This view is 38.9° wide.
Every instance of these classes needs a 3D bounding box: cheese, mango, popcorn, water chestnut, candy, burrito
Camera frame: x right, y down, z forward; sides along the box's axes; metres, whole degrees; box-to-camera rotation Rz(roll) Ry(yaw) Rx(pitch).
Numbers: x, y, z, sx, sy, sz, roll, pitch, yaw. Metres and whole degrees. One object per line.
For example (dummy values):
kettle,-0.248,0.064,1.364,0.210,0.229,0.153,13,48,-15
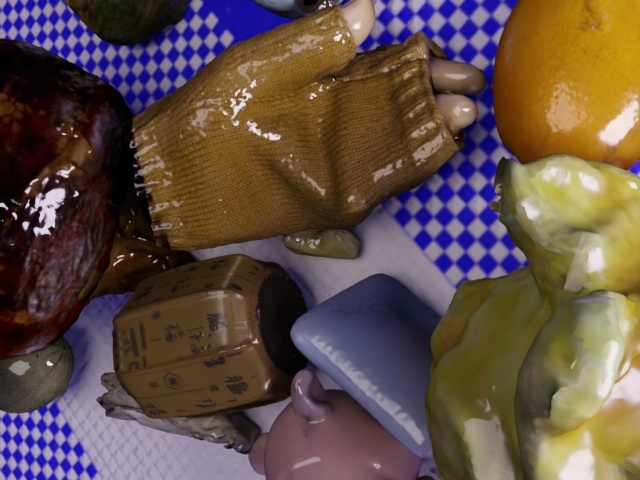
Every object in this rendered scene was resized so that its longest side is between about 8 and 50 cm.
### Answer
cheese,0.000,0.000,0.917,0.083,0.044,0.030,4,75,34
mango,0.218,-0.150,0.753,0.144,0.112,0.220,6,81,32
popcorn,0.212,0.122,0.654,0.335,0.274,0.279,31,126,0
water chestnut,-0.300,-0.028,0.981,0.335,0.346,0.335,-43,36,44
candy,0.075,0.106,0.819,0.174,0.138,0.071,40,134,24
burrito,-0.165,0.191,1.006,0.229,0.063,0.058,16,126,29

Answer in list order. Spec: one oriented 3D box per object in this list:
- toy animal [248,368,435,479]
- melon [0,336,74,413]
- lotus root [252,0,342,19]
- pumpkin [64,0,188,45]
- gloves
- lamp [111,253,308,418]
toy animal,0.038,0.248,0.827,0.250,0.154,0.166,52,122,24
melon,-0.355,0.158,1.101,0.130,0.098,0.098,-26,76,28
lotus root,-0.066,-0.362,0.895,0.139,0.158,0.322,-25,70,3
pumpkin,-0.248,-0.361,0.989,0.163,0.111,0.279,-33,91,10
gloves,-0.019,-0.104,0.859,0.356,0.155,0.203,-15,100,16
lamp,-0.109,0.100,0.917,0.185,0.161,0.161,-13,83,29
